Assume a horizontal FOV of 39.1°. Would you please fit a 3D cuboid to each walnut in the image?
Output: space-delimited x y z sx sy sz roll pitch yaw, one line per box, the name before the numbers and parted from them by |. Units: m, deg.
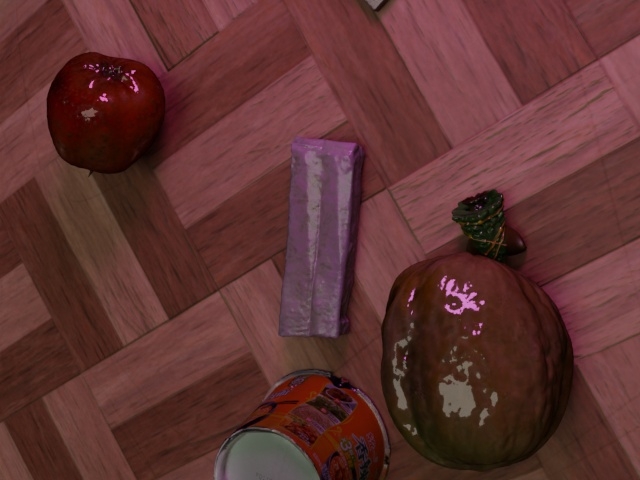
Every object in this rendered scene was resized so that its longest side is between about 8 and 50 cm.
walnut | 0.197 0.153 1.150 0.283 0.227 0.283 2 82 -14

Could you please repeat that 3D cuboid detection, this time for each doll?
doll | 0.222 -0.007 1.191 0.078 0.076 0.113 -20 91 18

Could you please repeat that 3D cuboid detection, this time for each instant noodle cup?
instant noodle cup | -0.037 0.323 1.312 0.230 0.182 0.230 5 101 25

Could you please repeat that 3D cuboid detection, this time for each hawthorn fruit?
hawthorn fruit | -0.329 -0.179 1.372 0.179 0.179 0.200 28 126 18

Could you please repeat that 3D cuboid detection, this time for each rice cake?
rice cake | 0.002 0.002 1.310 0.106 0.050 0.298 10 103 24

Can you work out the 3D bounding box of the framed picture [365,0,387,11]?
framed picture | 0.054 -0.474 1.221 0.192 0.018 0.265 -45 79 23
